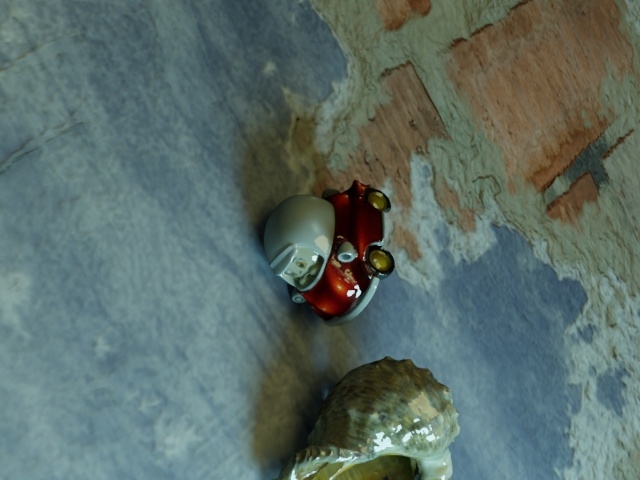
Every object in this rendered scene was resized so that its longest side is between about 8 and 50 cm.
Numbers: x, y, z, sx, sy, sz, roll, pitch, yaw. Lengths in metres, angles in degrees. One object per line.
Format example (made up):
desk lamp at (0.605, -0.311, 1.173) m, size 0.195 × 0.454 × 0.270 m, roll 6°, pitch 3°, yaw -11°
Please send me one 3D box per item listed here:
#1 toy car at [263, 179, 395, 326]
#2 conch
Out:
toy car at (0.000, 0.000, 0.953) m, size 0.112 × 0.112 × 0.139 m, roll 21°, pitch 53°, yaw -20°
conch at (0.050, 0.199, 0.909) m, size 0.207 × 0.130 × 0.155 m, roll -31°, pitch 86°, yaw -30°
